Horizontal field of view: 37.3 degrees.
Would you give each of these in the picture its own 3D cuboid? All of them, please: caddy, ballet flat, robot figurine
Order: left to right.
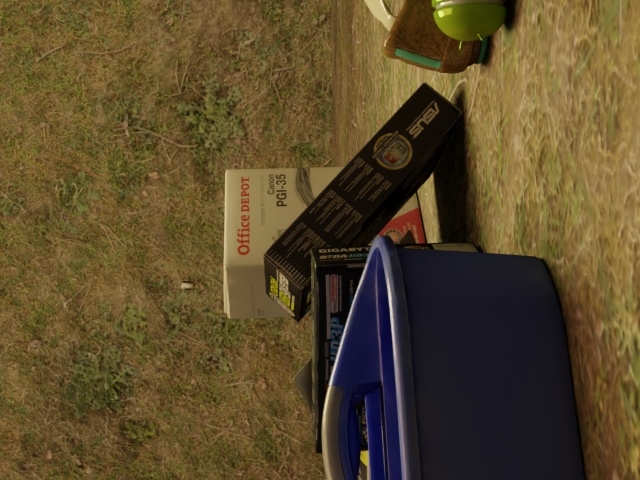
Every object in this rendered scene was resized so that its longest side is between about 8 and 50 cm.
[{"bbox_3d":[0.092,-0.314,1.002,0.116,0.124,0.342,95,173,-60],"label":"ballet flat"},{"bbox_3d":[0.091,0.161,0.773,0.241,0.179,0.341,94,173,-70],"label":"caddy"},{"bbox_3d":[0.132,-0.230,0.839,0.101,0.067,0.115,-174,82,-75],"label":"robot figurine"}]

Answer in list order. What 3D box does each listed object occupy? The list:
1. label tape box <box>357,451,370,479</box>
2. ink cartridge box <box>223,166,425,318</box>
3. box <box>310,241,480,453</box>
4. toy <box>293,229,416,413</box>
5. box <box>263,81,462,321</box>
[{"bbox_3d":[0.103,0.355,1.278,0.249,0.115,0.347,119,151,-84],"label":"label tape box"},{"bbox_3d":[0.000,0.000,1.378,0.117,0.283,0.207,92,175,-46],"label":"ink cartridge box"},{"bbox_3d":[0.078,0.114,0.992,0.051,0.175,0.220,-107,15,-70],"label":"box"},{"bbox_3d":[0.048,0.110,1.112,0.237,0.056,0.136,-47,-48,-25],"label":"toy"},{"bbox_3d":[0.043,-0.036,1.115,0.270,0.060,0.216,-48,-7,-13],"label":"box"}]
